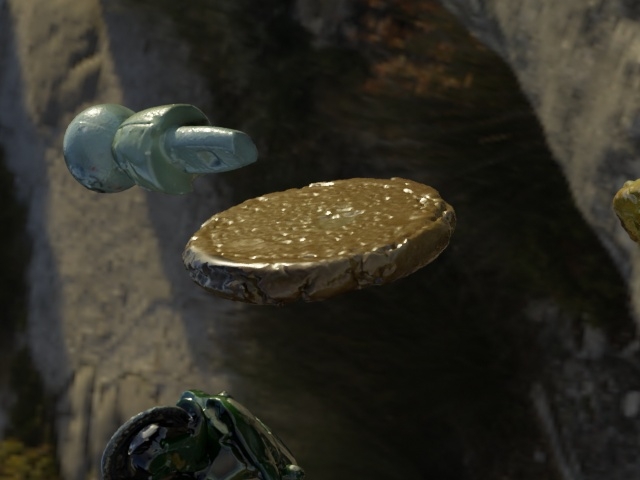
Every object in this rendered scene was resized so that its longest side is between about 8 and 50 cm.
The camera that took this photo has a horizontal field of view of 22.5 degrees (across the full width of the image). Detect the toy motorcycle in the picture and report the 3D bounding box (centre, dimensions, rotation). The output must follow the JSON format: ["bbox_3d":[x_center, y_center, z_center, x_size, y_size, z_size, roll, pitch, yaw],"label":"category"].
[{"bbox_3d":[-0.114,0.225,1.275,0.125,0.187,0.275,43,129,36],"label":"toy motorcycle"}]

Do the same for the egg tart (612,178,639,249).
[{"bbox_3d":[0.388,0.025,1.454,0.288,0.288,0.118,13,74,50],"label":"egg tart"}]

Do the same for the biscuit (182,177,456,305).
[{"bbox_3d":[0.000,0.000,1.265,0.226,0.226,0.042,11,118,50],"label":"biscuit"}]

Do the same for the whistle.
[{"bbox_3d":[-0.062,-0.034,0.593,0.100,0.035,0.035,3,84,44],"label":"whistle"}]
